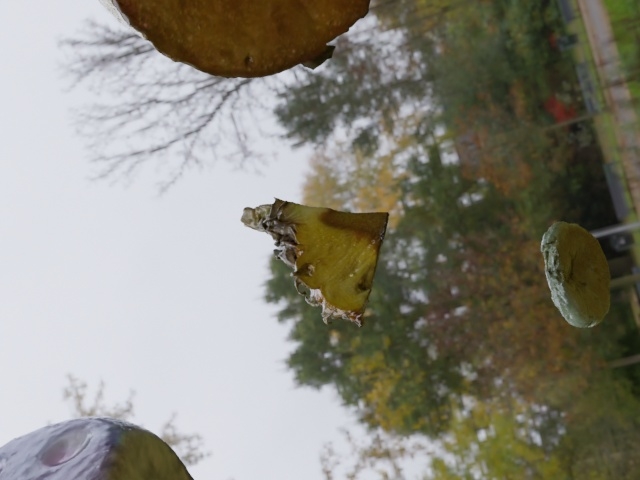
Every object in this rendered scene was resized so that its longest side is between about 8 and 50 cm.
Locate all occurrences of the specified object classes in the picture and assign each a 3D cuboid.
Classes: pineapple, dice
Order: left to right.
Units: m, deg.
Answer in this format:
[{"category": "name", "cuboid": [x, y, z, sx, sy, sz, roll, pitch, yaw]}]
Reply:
[{"category": "dice", "cuboid": [-0.274, 0.377, 1.113, 0.270, 0.271, 0.270, -82, -32, -63]}, {"category": "pineapple", "cuboid": [0.000, 0.000, 0.710, 0.114, 0.077, 0.114, 27, -150, -9]}]

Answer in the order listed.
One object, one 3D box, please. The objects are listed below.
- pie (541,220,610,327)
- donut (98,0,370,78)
[{"category": "pie", "cuboid": [0.193, 0.026, 0.768, 0.084, 0.020, 0.084, 21, -121, -40]}, {"category": "donut", "cuboid": [-0.120, -0.371, 1.071, 0.435, 0.163, 0.377, 6, -78, -40]}]
